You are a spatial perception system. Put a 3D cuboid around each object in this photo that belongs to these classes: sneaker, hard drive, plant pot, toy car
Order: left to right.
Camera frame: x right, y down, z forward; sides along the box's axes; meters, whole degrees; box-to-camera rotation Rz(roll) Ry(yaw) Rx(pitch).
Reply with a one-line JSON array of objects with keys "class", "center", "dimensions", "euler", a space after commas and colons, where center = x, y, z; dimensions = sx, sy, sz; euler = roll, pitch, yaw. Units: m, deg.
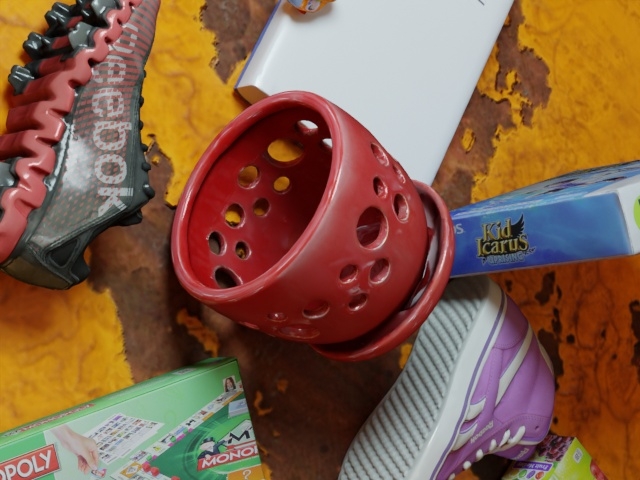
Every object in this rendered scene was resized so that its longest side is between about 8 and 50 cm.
[{"class": "sneaker", "center": [-0.180, -0.082, 1.278], "dimensions": [0.135, 0.097, 0.276], "euler": [34, 69, -31]}, {"class": "toy car", "center": [-0.040, -0.232, 1.417], "dimensions": [0.040, 0.122, 0.060], "euler": [-61, 165, 20]}, {"class": "plant pot", "center": [0.000, 0.000, 1.358], "dimensions": [0.174, 0.191, 0.191], "euler": [36, 66, -38]}, {"class": "hard drive", "center": [0.068, -0.207, 1.513], "dimensions": [0.210, 0.040, 0.319], "euler": [38, 65, -29]}, {"class": "sneaker", "center": [0.131, 0.183, 1.500], "dimensions": [0.161, 0.102, 0.282], "euler": [49, 60, -28]}]

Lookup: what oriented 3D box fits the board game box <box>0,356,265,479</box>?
[{"class": "board game box", "center": [-0.175, 0.237, 1.291], "dimensions": [0.317, 0.046, 0.214], "euler": [-17, 97, -37]}]

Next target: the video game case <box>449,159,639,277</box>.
[{"class": "video game case", "center": [0.253, -0.030, 1.499], "dimensions": [0.244, 0.269, 0.061], "euler": [-16, 94, -38]}]

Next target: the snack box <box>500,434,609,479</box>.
[{"class": "snack box", "center": [0.215, 0.317, 1.573], "dimensions": [0.174, 0.070, 0.207], "euler": [50, 62, -25]}]
